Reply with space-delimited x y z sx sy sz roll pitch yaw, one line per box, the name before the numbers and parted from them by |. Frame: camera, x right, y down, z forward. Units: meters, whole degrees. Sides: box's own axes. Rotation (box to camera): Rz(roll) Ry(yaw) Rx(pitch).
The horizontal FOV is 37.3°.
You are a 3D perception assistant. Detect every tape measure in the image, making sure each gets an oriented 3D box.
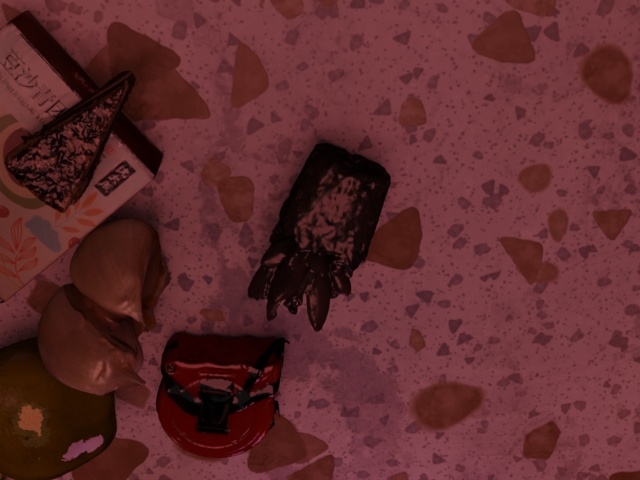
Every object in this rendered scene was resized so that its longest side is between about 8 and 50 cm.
tape measure | -0.193 0.302 1.851 0.253 0.114 0.260 4 113 -2

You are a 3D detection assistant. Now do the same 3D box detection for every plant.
plant | 0.000 0.000 1.687 0.181 0.194 0.320 20 108 -5

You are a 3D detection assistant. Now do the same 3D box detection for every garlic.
garlic | -0.367 0.119 1.669 0.286 0.313 0.249 -39 97 12

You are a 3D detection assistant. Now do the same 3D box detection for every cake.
cake | -0.368 -0.154 1.530 0.246 0.112 0.135 -31 113 7

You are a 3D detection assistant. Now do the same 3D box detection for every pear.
pear | -0.526 0.312 1.765 0.294 0.294 0.294 0 113 -1

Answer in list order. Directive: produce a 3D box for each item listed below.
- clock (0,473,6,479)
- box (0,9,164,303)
clock | -0.783 0.459 1.927 0.293 0.071 0.277 -1 108 -1
box | -0.535 -0.138 1.656 0.385 0.122 0.344 -37 108 13
